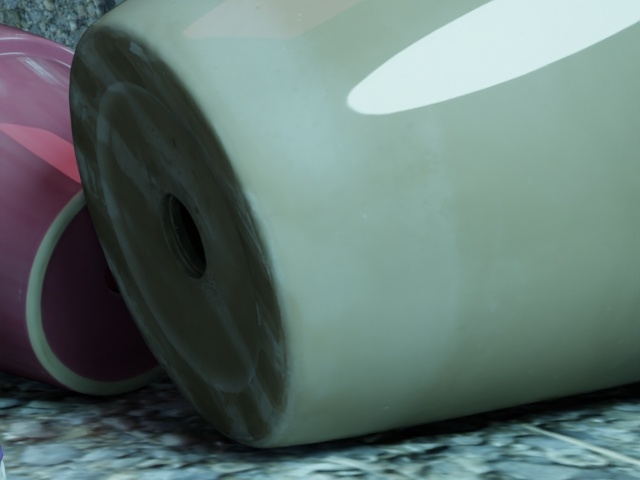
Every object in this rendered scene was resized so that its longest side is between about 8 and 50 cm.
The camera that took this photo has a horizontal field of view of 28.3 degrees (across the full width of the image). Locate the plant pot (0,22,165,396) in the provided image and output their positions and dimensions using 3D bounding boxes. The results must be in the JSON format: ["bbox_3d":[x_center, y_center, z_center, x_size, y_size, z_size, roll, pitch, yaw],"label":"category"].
[{"bbox_3d":[-0.156,-0.006,0.700,0.201,0.201,0.180,-6,23,-45],"label":"plant pot"}]

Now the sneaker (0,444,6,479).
[{"bbox_3d":[-0.175,0.044,0.499,0.095,0.104,0.236,-1,5,-15],"label":"sneaker"}]

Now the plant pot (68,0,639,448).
[{"bbox_3d":[0.053,-0.045,0.580,0.280,0.323,0.323,-24,14,-26],"label":"plant pot"}]
